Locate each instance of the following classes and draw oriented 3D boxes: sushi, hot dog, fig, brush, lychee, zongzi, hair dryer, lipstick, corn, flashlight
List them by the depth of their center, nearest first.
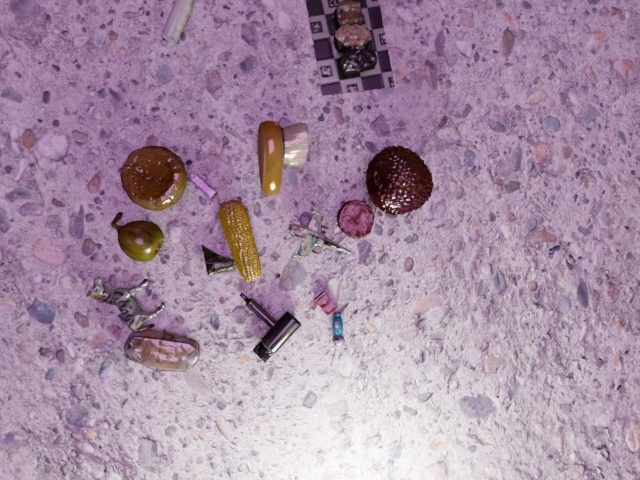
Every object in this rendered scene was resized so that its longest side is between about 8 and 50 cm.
[{"bbox_3d":[-0.640,-0.016,1.418,0.186,0.142,0.148,30,60,-20],"label":"fig"},{"bbox_3d":[-0.491,-0.835,1.461,0.059,0.059,0.264,23,88,-8],"label":"lipstick"},{"bbox_3d":[-0.569,0.399,1.474,0.268,0.075,0.144,15,93,-10],"label":"hot dog"},{"bbox_3d":[-0.137,-0.295,1.479,0.166,0.174,0.266,-1,100,-18],"label":"brush"},{"bbox_3d":[-0.291,0.001,1.488,0.106,0.106,0.305,-15,97,-8],"label":"corn"},{"bbox_3d":[-0.372,0.061,1.506,0.109,0.055,0.119,-13,82,-10],"label":"zongzi"},{"bbox_3d":[0.302,-0.214,1.510,0.271,0.271,0.271,0,91,-8],"label":"lychee"},{"bbox_3d":[0.124,-0.756,1.530,0.296,0.100,0.373,-10,93,-8],"label":"sushi"},{"bbox_3d":[-0.226,0.303,1.532,0.248,0.078,0.195,43,86,3],"label":"hair dryer"},{"bbox_3d":[0.067,0.343,1.580,0.051,0.051,0.129,-3,85,-8],"label":"flashlight"}]

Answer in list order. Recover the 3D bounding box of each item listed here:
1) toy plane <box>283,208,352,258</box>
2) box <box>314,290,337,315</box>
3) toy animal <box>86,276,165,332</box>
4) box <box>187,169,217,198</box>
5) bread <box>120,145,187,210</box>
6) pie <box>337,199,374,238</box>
[{"bbox_3d":[-0.002,-0.002,1.546,0.262,0.088,0.192,23,94,-18],"label":"toy plane"},{"bbox_3d":[0.020,0.242,1.579,0.051,0.023,0.082,-42,97,-6],"label":"box"},{"bbox_3d":[-0.671,0.201,1.452,0.255,0.090,0.170,41,82,0],"label":"toy animal"},{"bbox_3d":[-0.429,-0.201,1.490,0.117,0.050,0.036,44,83,-9],"label":"box"},{"bbox_3d":[-0.571,-0.217,1.430,0.230,0.123,0.230,0,84,2],"label":"bread"},{"bbox_3d":[0.135,-0.081,1.581,0.154,0.036,0.154,0,92,-8],"label":"pie"}]
